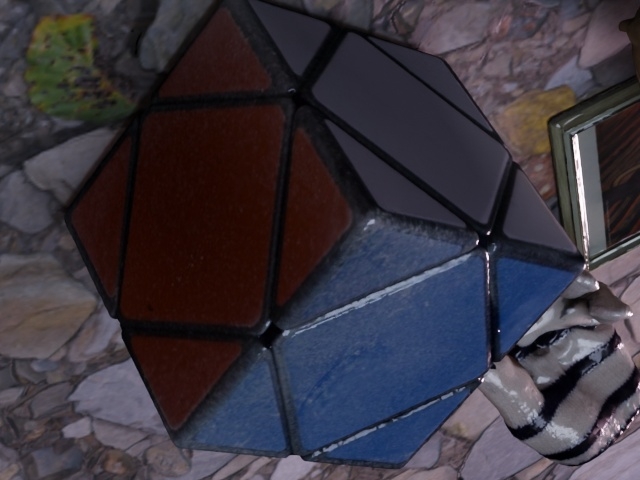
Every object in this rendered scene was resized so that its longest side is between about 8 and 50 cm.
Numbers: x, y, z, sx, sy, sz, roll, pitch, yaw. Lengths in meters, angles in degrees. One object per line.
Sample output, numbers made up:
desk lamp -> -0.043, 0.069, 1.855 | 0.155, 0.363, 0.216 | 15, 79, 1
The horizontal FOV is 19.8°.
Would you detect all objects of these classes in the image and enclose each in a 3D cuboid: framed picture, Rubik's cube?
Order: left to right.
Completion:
Rubik's cube -> 0.000, 0.000, 1.146 | 0.205, 0.207, 0.205 | 13, 125, -43
framed picture -> 0.307, -0.085, 1.434 | 0.273, 0.016, 0.216 | -27, 145, -5

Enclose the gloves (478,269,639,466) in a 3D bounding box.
gloves -> 0.175, 0.074, 1.462 | 0.140, 0.131, 0.218 | -32, 115, 5

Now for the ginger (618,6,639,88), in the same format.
ginger -> 0.370, -0.102, 1.241 | 0.304, 0.155, 0.244 | -2, 145, 27
